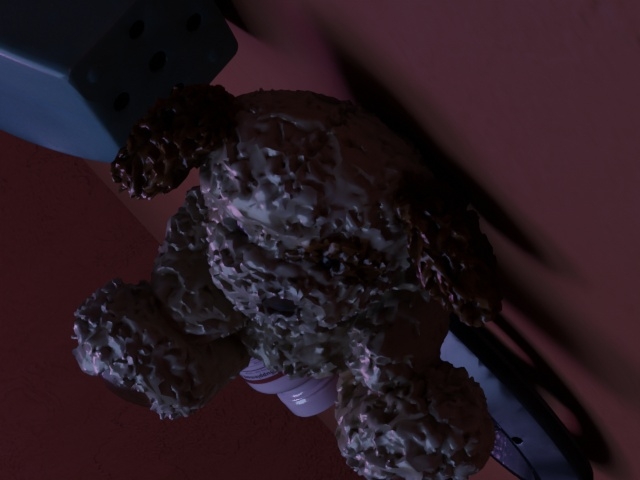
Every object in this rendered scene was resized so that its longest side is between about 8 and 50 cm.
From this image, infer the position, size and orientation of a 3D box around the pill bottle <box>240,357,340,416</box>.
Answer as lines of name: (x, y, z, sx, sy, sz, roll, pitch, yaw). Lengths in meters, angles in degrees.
pill bottle: (-0.057, 0.080, 1.658, 0.216, 0.121, 0.121, 50, 172, -25)

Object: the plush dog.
plush dog: (0.000, 0.000, 0.916, 0.262, 0.210, 0.225, 18, 152, 7)

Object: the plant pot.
plant pot: (-0.179, -0.161, 1.002, 0.234, 0.165, 0.165, 33, 166, 31)

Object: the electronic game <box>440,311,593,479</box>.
electronic game: (0.106, 0.095, 1.129, 0.229, 0.048, 0.229, 45, 172, 8)
